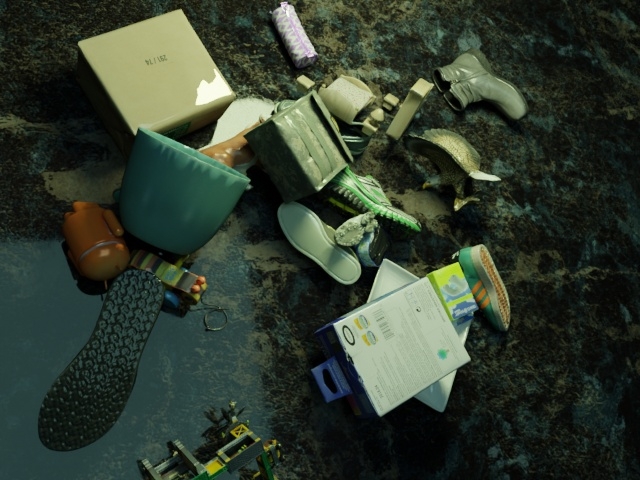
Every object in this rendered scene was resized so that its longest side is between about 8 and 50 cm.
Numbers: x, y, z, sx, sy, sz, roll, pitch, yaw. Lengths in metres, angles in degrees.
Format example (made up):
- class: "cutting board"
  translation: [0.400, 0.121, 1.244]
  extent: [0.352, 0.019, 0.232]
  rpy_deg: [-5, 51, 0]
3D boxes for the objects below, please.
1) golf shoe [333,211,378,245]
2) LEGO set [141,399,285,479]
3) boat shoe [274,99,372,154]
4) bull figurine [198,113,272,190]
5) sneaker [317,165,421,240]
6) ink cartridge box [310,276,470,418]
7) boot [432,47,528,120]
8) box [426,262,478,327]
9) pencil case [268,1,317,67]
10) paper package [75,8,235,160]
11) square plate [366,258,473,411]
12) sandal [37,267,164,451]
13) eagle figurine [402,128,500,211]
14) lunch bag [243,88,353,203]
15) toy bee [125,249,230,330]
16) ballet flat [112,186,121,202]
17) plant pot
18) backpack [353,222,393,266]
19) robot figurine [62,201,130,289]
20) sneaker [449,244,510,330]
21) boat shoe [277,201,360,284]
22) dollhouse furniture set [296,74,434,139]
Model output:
- class: "golf shoe"
  translation: [0.086, -0.027, 1.773]
  extent: [0.176, 0.086, 0.069]
  rpy_deg: [-26, 103, -43]
- class: "LEGO set"
  translation: [-0.264, 0.566, 1.467]
  extent: [0.331, 0.192, 0.255]
  rpy_deg: [-34, 118, -26]
- class: "boat shoe"
  translation: [0.015, -0.369, 1.915]
  extent: [0.319, 0.099, 0.116]
  rpy_deg: [21, 64, -16]
- class: "bull figurine"
  translation: [-0.210, -0.241, 1.773]
  extent: [0.310, 0.101, 0.188]
  rpy_deg: [-31, 89, -29]
- class: "sneaker"
  translation: [0.168, -0.120, 1.879]
  extent: [0.343, 0.134, 0.146]
  rpy_deg: [32, 62, -11]
- class: "ink cartridge box"
  translation: [0.170, 0.300, 1.673]
  extent: [0.395, 0.151, 0.270]
  rpy_deg: [-23, 82, -28]
- class: "boot"
  translation: [0.565, -0.516, 2.212]
  extent: [0.222, 0.118, 0.338]
  rpy_deg: [-38, 79, -26]
- class: "box"
  translation: [0.407, 0.168, 1.883]
  extent: [0.109, 0.042, 0.178]
  rpy_deg: [-18, 81, -28]
- class: "pencil case"
  translation: [-0.083, -0.658, 1.978]
  extent: [0.086, 0.088, 0.206]
  rpy_deg: [-25, 85, -26]
- class: "paper package"
  translation: [-0.454, -0.429, 1.694]
  extent: [0.324, 0.168, 0.310]
  rpy_deg: [-31, 87, -30]
- class: "square plate"
  translation: [0.266, 0.280, 1.834]
  extent: [0.347, 0.049, 0.344]
  rpy_deg: [30, 64, -12]
- class: "sandal"
  translation: [-0.496, 0.281, 1.449]
  extent: [0.167, 0.107, 0.446]
  rpy_deg: [28, 75, -8]
- class: "eagle figurine"
  translation: [0.417, -0.245, 2.003]
  extent: [0.225, 0.226, 0.298]
  rpy_deg: [-23, 87, -8]
- class: "lunch bag"
  translation: [-0.034, -0.279, 1.748]
  extent: [0.287, 0.169, 0.235]
  rpy_deg: [-45, 110, -42]
- class: "toy bee"
  translation: [-0.350, 0.101, 1.563]
  extent: [0.298, 0.162, 0.195]
  rpy_deg: [14, 66, -19]
- class: "ballet flat"
  translation: [-0.451, -0.112, 1.655]
  extent: [0.206, 0.073, 0.067]
  rpy_deg: [16, 40, -21]
- class: "plant pot"
  translation: [-0.352, -0.105, 1.506]
  extent: [0.293, 0.293, 0.235]
  rpy_deg: [24, 96, -15]
- class: "backpack"
  translation: [0.150, 0.021, 1.840]
  extent: [0.105, 0.084, 0.114]
  rpy_deg: [51, 50, -36]
- class: "robot figurine"
  translation: [-0.550, 0.008, 1.513]
  extent: [0.158, 0.128, 0.219]
  rpy_deg: [-29, 69, -10]
- class: "sneaker"
  translation: [0.509, 0.157, 1.962]
  extent: [0.108, 0.121, 0.302]
  rpy_deg: [-40, 110, -50]
- class: "boat shoe"
  translation: [-0.003, 0.003, 1.787]
  extent: [0.305, 0.091, 0.109]
  rpy_deg: [45, 100, -1]
- class: "dollhouse furniture set"
  translation: [0.154, -0.501, 1.947]
  extent: [0.355, 0.174, 0.303]
  rpy_deg: [34, 37, 4]
